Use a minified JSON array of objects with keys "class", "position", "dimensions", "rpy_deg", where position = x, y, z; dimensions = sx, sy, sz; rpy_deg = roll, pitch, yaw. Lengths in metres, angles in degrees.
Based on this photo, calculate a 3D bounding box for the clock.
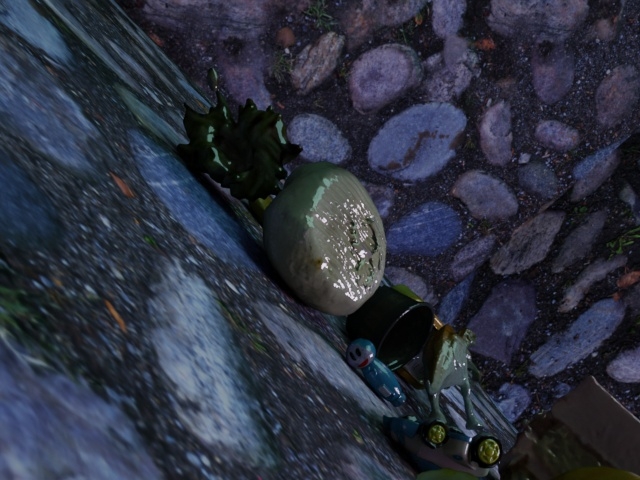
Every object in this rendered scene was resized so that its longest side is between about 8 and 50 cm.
[{"class":"clock","position":[0.187,0.201,1.667],"dimensions":[0.202,0.143,0.096],"rpy_deg":[45,-1,-32]}]

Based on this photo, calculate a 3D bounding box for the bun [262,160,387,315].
[{"class":"bun","position":[0.001,0.005,1.377],"dimensions":[0.273,0.169,0.272],"rpy_deg":[30,54,-51]}]

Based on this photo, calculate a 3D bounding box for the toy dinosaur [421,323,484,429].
[{"class":"toy dinosaur","position":[0.234,0.257,1.510],"dimensions":[0.393,0.092,0.205],"rpy_deg":[13,69,-59]}]

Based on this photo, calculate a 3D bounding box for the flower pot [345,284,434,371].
[{"class":"flower pot","position":[0.121,0.155,1.498],"dimensions":[0.107,0.157,0.157],"rpy_deg":[37,-2,33]}]

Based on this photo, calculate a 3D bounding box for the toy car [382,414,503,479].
[{"class":"toy car","position":[0.165,0.303,1.131],"dimensions":[0.162,0.098,0.126],"rpy_deg":[18,-14,-17]}]

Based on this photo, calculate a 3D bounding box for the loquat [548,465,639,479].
[{"class":"loquat","position":[0.413,0.450,1.193],"dimensions":[0.235,0.235,0.235],"rpy_deg":[48,5,-5]}]

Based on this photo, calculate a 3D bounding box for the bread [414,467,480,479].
[{"class":"bread","position":[0.173,0.323,0.928],"dimensions":[0.157,0.094,0.083],"rpy_deg":[42,5,29]}]

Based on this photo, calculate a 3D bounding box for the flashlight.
[{"class":"flashlight","position":[0.092,0.212,1.301],"dimensions":[0.129,0.051,0.051],"rpy_deg":[49,5,-11]}]

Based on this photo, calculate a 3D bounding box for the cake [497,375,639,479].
[{"class":"cake","position":[0.525,0.468,1.591],"dimensions":[0.293,0.307,0.314],"rpy_deg":[49,4,29]}]

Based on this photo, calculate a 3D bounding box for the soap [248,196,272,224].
[{"class":"soap","position":[-0.101,-0.048,1.668],"dimensions":[0.140,0.045,0.089],"rpy_deg":[50,2,26]}]

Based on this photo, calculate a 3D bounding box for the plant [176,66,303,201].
[{"class":"plant","position":[-0.120,-0.157,1.532],"dimensions":[0.251,0.180,0.333],"rpy_deg":[46,5,16]}]
